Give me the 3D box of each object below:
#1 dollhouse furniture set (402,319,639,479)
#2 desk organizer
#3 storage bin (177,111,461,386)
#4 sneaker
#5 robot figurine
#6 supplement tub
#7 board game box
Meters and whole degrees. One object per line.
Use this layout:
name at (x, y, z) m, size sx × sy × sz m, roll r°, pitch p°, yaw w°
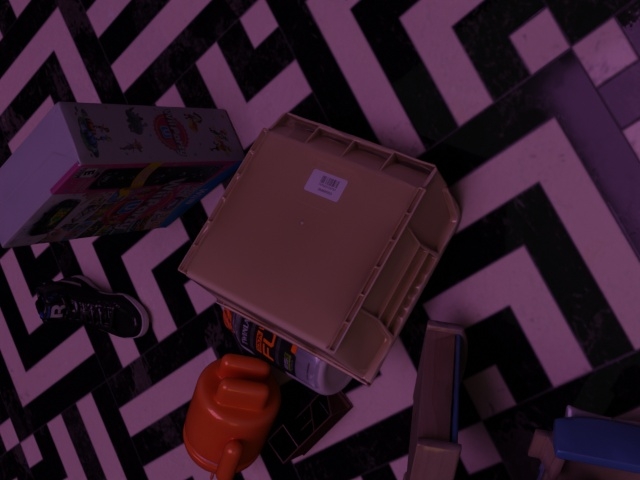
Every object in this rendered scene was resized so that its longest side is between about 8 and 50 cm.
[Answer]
dollhouse furniture set at (0.255, 0.268, 1.028) m, size 0.303 × 0.198 × 0.286 m, roll 9°, pitch 128°, yaw 5°
desk organizer at (-0.017, 0.264, 1.240) m, size 0.047 × 0.050 × 0.130 m, roll 52°, pitch 123°, yaw 20°
storage bin at (0.000, 0.000, 1.091) m, size 0.262 × 0.123 × 0.260 m, roll 24°, pitch 79°, yaw 33°
sneaker at (-0.405, 0.125, 1.472) m, size 0.216 × 0.121 × 0.079 m, roll 18°, pitch 108°, yaw 34°
robot figurine at (-0.131, 0.257, 1.266) m, size 0.158 × 0.128 × 0.219 m, roll 47°, pitch 137°, yaw 26°
supplement tub at (-0.038, 0.124, 1.195) m, size 0.190 × 0.117 × 0.117 m, roll 25°, pitch 110°, yaw 32°
board game box at (-0.291, -0.095, 1.240) m, size 0.224 × 0.303 × 0.098 m, roll -35°, pitch 75°, yaw 36°
